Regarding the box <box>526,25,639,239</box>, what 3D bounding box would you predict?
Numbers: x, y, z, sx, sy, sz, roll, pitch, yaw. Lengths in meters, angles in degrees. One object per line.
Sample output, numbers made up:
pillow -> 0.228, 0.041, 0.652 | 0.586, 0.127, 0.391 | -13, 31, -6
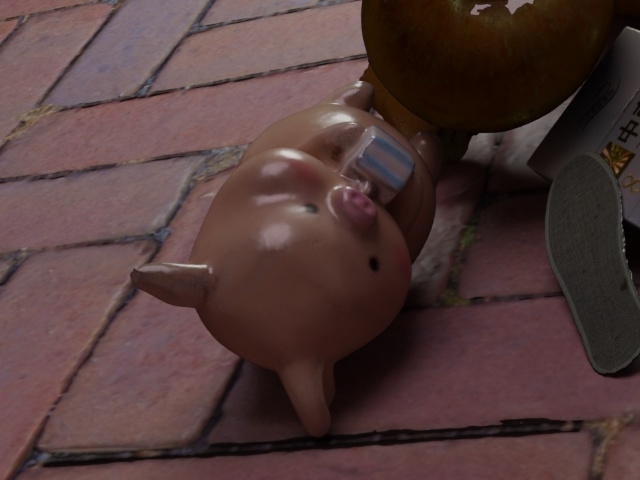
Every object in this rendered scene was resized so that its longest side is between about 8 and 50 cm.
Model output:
box -> 0.291, -0.072, 1.333 | 0.155, 0.067, 0.243 | -54, 33, 0

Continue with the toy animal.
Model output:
toy animal -> 0.000, 0.000, 1.330 | 0.213, 0.195, 0.256 | -48, 3, 16

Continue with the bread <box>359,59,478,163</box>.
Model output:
bread -> 0.180, -0.245, 1.553 | 0.361, 0.077, 0.138 | -53, 47, 15

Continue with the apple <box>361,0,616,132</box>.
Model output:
apple -> 0.142, -0.207, 1.415 | 0.237, 0.237, 0.207 | -19, -7, 2

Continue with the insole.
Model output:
insole -> 0.214, 0.015, 1.289 | 0.080, 0.003, 0.232 | -37, 37, 28

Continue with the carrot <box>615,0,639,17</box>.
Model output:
carrot -> 0.359, -0.324, 1.627 | 0.224, 0.224, 0.340 | -36, 37, -26
